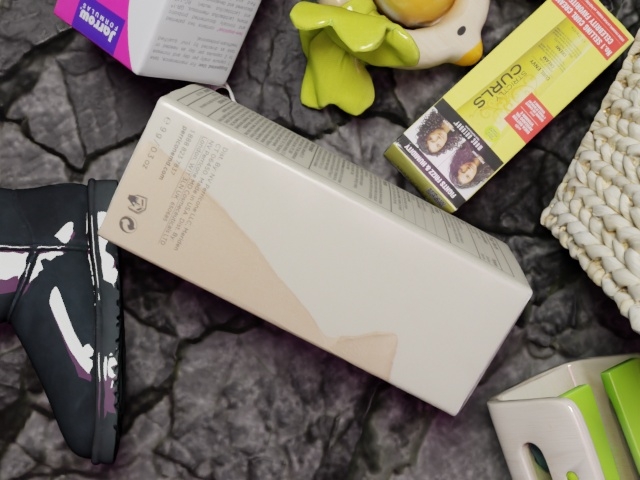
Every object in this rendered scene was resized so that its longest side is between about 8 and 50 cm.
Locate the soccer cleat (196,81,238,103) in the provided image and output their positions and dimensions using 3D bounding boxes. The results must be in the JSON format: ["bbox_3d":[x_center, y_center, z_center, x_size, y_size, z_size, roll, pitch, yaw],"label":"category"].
[{"bbox_3d":[-0.096,-0.140,0.757,0.029,0.035,0.083,-29,90,-7],"label":"soccer cleat"}]

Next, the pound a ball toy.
[{"bbox_3d":[0.284,0.259,0.739,0.208,0.136,0.319,-17,88,-33],"label":"pound a ball toy"}]

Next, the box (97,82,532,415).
[{"bbox_3d":[0.000,0.000,0.690,0.311,0.148,0.121,28,104,-2],"label":"box"}]

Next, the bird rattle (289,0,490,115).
[{"bbox_3d":[0.051,-0.241,0.762,0.207,0.143,0.253,2,72,-18],"label":"bird rattle"}]

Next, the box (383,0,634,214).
[{"bbox_3d":[0.171,-0.129,0.773,0.232,0.058,0.087,-42,90,-8],"label":"box"}]

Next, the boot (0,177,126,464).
[{"bbox_3d":[-0.266,0.064,0.692,0.207,0.094,0.246,-3,79,-10],"label":"boot"}]

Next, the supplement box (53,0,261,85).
[{"bbox_3d":[-0.103,-0.247,0.669,0.111,0.114,0.220,36,113,24],"label":"supplement box"}]

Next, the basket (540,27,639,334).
[{"bbox_3d":[0.393,-0.030,0.637,0.331,0.328,0.266,24,106,-5],"label":"basket"}]
